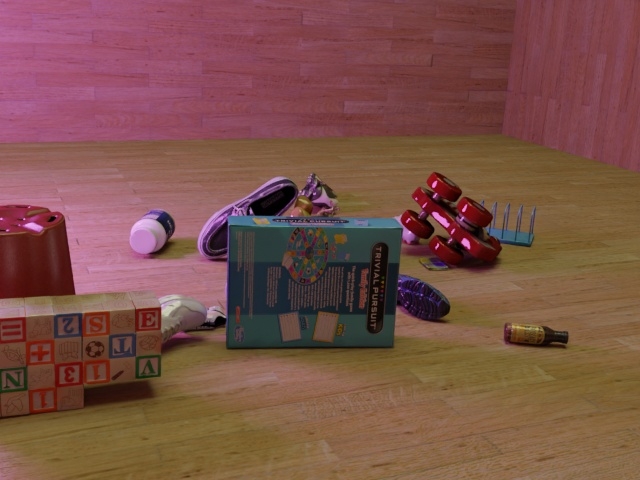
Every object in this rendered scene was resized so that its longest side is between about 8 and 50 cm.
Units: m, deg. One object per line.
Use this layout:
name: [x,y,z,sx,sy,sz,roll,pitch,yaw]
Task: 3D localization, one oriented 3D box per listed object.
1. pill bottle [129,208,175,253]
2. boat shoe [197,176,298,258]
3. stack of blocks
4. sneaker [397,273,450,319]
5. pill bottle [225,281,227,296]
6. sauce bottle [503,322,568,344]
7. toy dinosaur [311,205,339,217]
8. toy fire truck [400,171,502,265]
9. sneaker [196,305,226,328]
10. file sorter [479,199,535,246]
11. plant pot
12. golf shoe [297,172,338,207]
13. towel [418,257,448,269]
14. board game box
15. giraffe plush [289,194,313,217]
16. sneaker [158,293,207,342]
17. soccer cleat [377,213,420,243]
pill bottle: [-0.453,-0.021,2.109,0.094,0.094,0.169,4,17,3]
boat shoe: [-0.184,-0.051,2.031,0.306,0.113,0.105,-31,16,-2]
stack of blocks: [-0.417,0.183,1.296,0.297,0.171,0.087,-3,18,-22]
sneaker: [0.215,0.117,1.796,0.087,0.083,0.221,-1,18,-40]
pill bottle: [-0.149,0.099,1.788,0.078,0.078,0.137,11,18,24]
sauce bottle: [0.447,0.194,1.631,0.128,0.042,0.042,3,16,6]
toy dinosaur: [0.005,-0.077,2.486,0.093,0.053,0.183,-7,5,21]
toy fire truck: [0.392,-0.046,2.194,0.254,0.169,0.302,13,27,-48]
sneaker: [-0.242,0.164,1.621,0.109,0.040,0.044,-14,34,-32]
file sorter: [0.561,-0.056,2.385,0.171,0.104,0.118,9,18,18]
plant pot: [-0.566,0.084,1.439,0.273,0.264,0.272,3,16,-1]
golf shoe: [-0.010,-0.155,2.681,0.120,0.105,0.273,31,8,-8]
towel: [0.303,0.062,2.107,0.060,0.009,0.083,0,17,-11]
board game box: [-0.017,0.083,1.559,0.336,0.253,0.079,1,16,-8]
giraffe plush: [0.000,0.000,2.067,0.171,0.181,0.210,16,-18,5]
sneaker: [-0.321,0.176,1.506,0.232,0.090,0.115,-9,42,-26]
soccer cleat: [0.231,-0.048,2.347,0.068,0.076,0.196,-9,20,-35]
